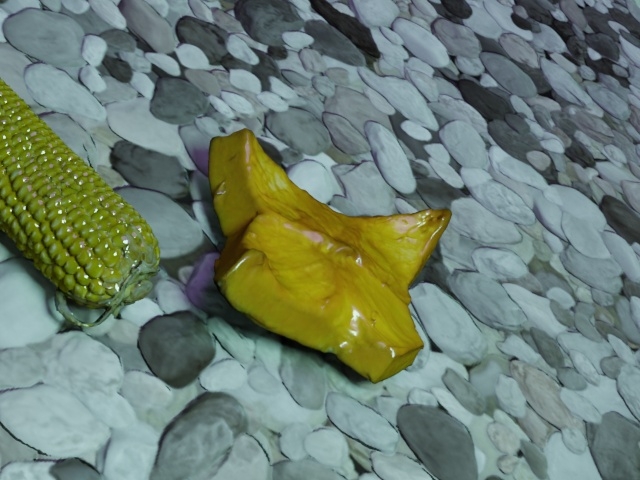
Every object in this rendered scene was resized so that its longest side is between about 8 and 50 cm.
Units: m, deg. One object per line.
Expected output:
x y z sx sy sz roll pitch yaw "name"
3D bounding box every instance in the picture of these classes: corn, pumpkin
-0.253 -0.050 1.020 0.293 0.106 0.106 45 37 16 "corn"
0.016 0.020 1.159 0.290 0.095 0.258 23 34 -24 "pumpkin"
